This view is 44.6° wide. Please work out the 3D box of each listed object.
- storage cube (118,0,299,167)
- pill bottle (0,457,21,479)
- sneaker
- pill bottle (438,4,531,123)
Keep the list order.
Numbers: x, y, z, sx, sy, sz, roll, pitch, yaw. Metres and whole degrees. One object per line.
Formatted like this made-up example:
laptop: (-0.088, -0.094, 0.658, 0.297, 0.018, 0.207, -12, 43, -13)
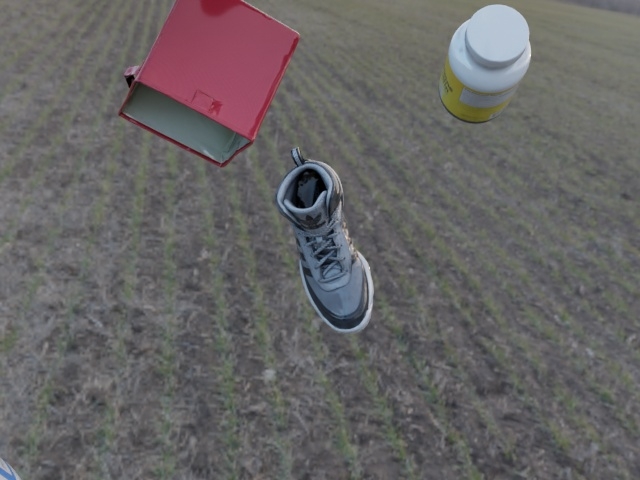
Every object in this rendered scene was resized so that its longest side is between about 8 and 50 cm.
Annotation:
storage cube: (-0.175, -0.254, 1.197, 0.215, 0.193, 0.184, 27, -17, -17)
pill bottle: (-0.309, 0.212, 0.613, 0.124, 0.221, 0.124, -4, 54, 5)
sneaker: (0.000, 0.000, 1.104, 0.101, 0.268, 0.153, -17, -14, 8)
pill bottle: (0.213, -0.228, 1.012, 0.103, 0.103, 0.184, 10, -11, 4)
